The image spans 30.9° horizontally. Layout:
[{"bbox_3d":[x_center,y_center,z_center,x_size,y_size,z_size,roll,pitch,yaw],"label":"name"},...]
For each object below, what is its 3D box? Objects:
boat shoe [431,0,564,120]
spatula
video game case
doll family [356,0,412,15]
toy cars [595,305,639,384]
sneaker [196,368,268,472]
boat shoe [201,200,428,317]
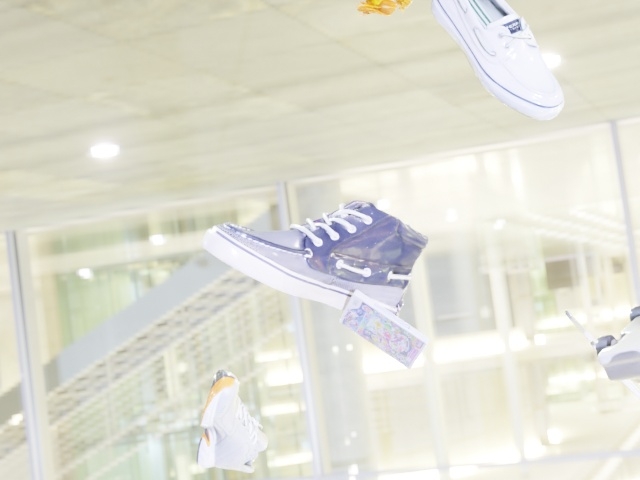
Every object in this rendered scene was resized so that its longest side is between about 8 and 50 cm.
[{"bbox_3d":[0.219,-0.245,1.422,0.083,0.226,0.076,-30,158,-32],"label":"boat shoe"},{"bbox_3d":[0.424,0.191,1.584,0.019,0.168,0.242,-40,131,9],"label":"spatula"},{"bbox_3d":[0.087,0.124,1.606,0.011,0.122,0.087,-51,171,-32],"label":"video game case"},{"bbox_3d":[0.109,-0.518,2.306,0.118,0.163,0.263,-57,176,30],"label":"doll family"},{"bbox_3d":[0.363,0.115,1.056,0.176,0.087,0.393,-21,-176,-4],"label":"toy cars"},{"bbox_3d":[-0.148,0.325,2.068,0.121,0.099,0.262,14,140,3],"label":"sneaker"},{"bbox_3d":[0.000,0.000,1.637,0.340,0.158,0.127,22,-173,-38],"label":"boat shoe"}]
